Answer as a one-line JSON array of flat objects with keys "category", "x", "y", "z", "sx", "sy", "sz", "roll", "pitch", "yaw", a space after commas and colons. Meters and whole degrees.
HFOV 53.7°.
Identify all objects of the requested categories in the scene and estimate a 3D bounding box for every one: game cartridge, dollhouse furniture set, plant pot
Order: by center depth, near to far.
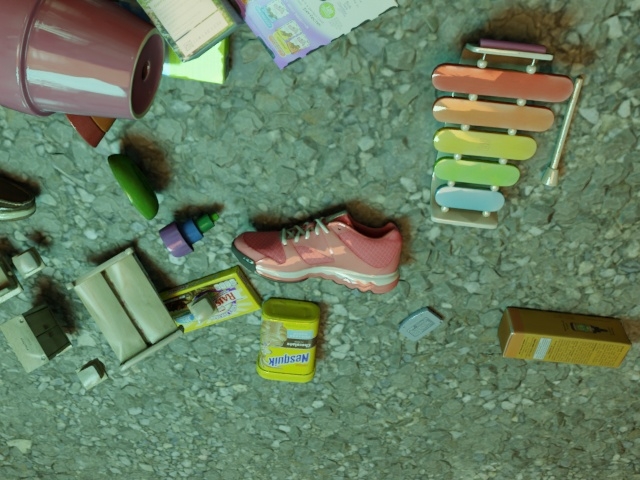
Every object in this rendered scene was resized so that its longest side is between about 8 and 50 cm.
[{"category": "plant pot", "x": -0.319, "y": -0.251, "z": 0.859, "sx": 0.180, "sy": 0.201, "sz": 0.201, "roll": 17, "pitch": 126, "yaw": -1}, {"category": "dollhouse furniture set", "x": -0.433, "y": 0.098, "z": 1.265, "sx": 0.355, "sy": 0.174, "sz": 0.303, "roll": -30, "pitch": 96, "yaw": -7}, {"category": "game cartridge", "x": 0.202, "y": 0.170, "z": 1.292, "sx": 0.056, "sy": 0.017, "sz": 0.083, "roll": 35, "pitch": 122, "yaw": -24}]

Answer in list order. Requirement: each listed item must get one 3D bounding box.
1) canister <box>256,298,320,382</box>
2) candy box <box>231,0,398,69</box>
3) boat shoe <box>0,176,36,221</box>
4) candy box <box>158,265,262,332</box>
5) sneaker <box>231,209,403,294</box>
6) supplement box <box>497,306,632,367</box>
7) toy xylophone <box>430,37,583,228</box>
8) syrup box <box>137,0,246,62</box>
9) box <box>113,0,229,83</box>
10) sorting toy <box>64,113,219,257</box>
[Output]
[{"category": "canister", "x": -0.066, "y": 0.206, "z": 1.304, "sx": 0.126, "sy": 0.073, "sz": 0.170, "roll": 6, "pitch": 125, "yaw": 0}, {"category": "candy box", "x": -0.017, "y": -0.355, "z": 0.864, "sx": 0.196, "sy": 0.070, "sz": 0.165, "roll": -21, "pitch": 129, "yaw": 24}, {"category": "boat shoe", "x": -0.628, "y": -0.108, "z": 1.103, "sx": 0.257, "sy": 0.095, "sz": 0.095, "roll": 14, "pitch": 120, "yaw": -6}, {"category": "candy box", "x": -0.232, "y": 0.125, "z": 1.285, "sx": 0.206, "sy": 0.027, "sz": 0.105, "roll": -19, "pitch": 125, "yaw": 18}, {"category": "sneaker", "x": 0.000, "y": 0.000, "z": 1.140, "sx": 0.314, "sy": 0.116, "sz": 0.136, "roll": 8, "pitch": 117, "yaw": -10}, {"category": "supplement box", "x": 0.477, "y": 0.192, "z": 1.248, "sx": 0.233, "sy": 0.078, "sz": 0.080, "roll": 5, "pitch": 127, "yaw": 2}, {"category": "toy xylophone", "x": 0.285, "y": -0.167, "z": 0.993, "sx": 0.236, "sy": 0.081, "sz": 0.323, "roll": 0, "pitch": 127, "yaw": 4}, {"category": "syrup box", "x": -0.210, "y": -0.366, "z": 0.844, "sx": 0.093, "sy": 0.096, "sz": 0.237, "roll": -32, "pitch": 106, "yaw": 14}, {"category": "box", "x": -0.229, "y": -0.304, "z": 0.955, "sx": 0.178, "sy": 0.042, "sz": 0.109, "roll": 8, "pitch": 126, "yaw": 0}, {"category": "sorting toy", "x": -0.286, "y": -0.137, "z": 1.064, "sx": 0.126, "sy": 0.127, "sz": 0.365, "roll": -32, "pitch": 119, "yaw": -3}]
